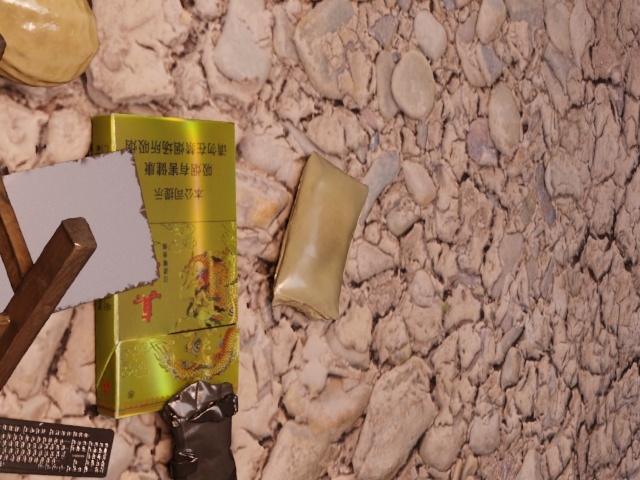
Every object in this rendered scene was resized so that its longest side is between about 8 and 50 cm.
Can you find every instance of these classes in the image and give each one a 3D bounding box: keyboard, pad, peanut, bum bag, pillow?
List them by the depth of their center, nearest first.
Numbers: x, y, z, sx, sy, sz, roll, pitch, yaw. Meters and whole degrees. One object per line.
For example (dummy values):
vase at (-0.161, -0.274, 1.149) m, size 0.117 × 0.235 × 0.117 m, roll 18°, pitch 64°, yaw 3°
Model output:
peanut at (-0.306, -0.221, 0.820) m, size 0.256 × 0.123 × 0.124 m, roll 25°, pitch 73°, yaw -41°
pad at (-0.262, 0.000, 0.914) m, size 0.211 × 0.003 × 0.143 m, roll -16°, pitch 101°, yaw -32°
keyboard at (-0.270, 0.206, 0.944) m, size 0.155 × 0.010 × 0.053 m, roll 18°, pitch 76°, yaw -46°
bum bag at (-0.125, 0.239, 1.053) m, size 0.087 × 0.049 × 0.198 m, roll -25°, pitch 126°, yaw -40°
pillow at (0.000, 0.000, 1.203) m, size 0.119 × 0.053 × 0.208 m, roll 32°, pitch 64°, yaw -46°

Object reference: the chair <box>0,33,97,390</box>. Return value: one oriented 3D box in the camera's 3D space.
chair at (-0.372, 0.058, 0.722) m, size 0.203 × 0.416 × 0.241 m, roll 2°, pitch 45°, yaw -48°

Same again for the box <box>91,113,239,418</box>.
box at (-0.163, 0.023, 1.031) m, size 0.173 × 0.043 × 0.311 m, roll -3°, pitch 94°, yaw -48°
